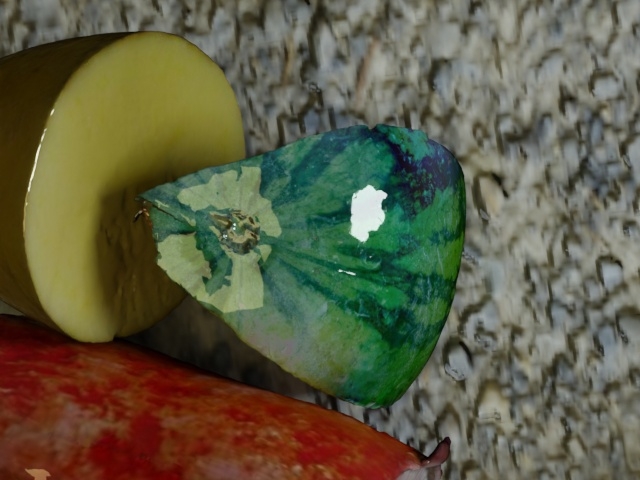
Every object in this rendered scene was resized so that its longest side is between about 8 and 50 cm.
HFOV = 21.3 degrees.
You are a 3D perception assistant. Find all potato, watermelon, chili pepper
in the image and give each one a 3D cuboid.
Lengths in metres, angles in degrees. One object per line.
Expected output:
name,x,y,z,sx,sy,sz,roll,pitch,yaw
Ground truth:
potato,-0.161,-0.043,1.019,0.158,0.203,0.178,12,141,34
watermelon,0.019,0.000,0.997,0.146,0.231,0.128,-48,58,11
chili pepper,-0.102,0.181,1.000,0.305,0.251,0.229,19,74,6
